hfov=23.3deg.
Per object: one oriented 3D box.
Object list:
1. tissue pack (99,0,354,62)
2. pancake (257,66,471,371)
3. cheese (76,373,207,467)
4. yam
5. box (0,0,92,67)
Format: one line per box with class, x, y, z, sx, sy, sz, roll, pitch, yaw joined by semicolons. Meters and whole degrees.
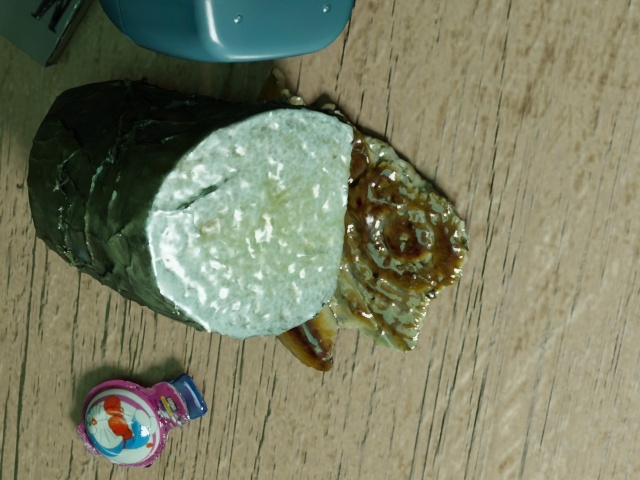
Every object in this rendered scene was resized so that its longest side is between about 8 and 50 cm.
tissue pack;-0.086;-0.294;1.247;0.206;0.198;0.287;24;120;45
pancake;0.000;0.000;1.389;0.257;0.056;0.212;42;114;3
cheese;-0.175;0.173;1.508;0.145;0.038;0.095;-26;97;24
yam;-0.127;-0.039;1.313;0.271;0.201;0.202;25;116;56
box;-0.288;-0.256;1.420;0.177;0.036;0.115;38;114;4
